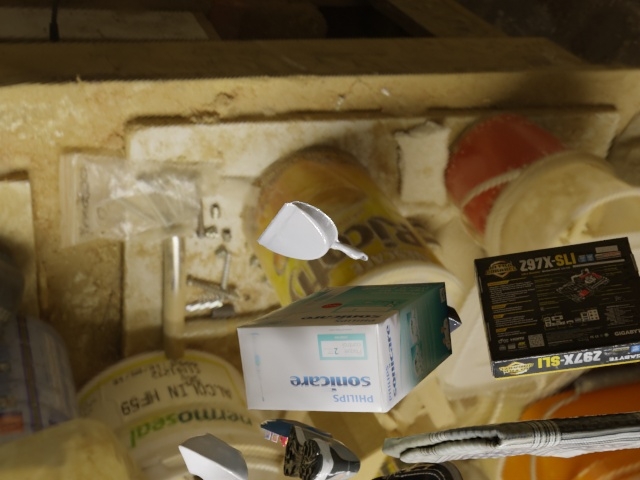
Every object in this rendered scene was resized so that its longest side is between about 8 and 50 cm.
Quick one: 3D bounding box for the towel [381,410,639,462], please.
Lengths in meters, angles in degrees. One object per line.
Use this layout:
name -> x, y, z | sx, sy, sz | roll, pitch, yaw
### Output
towel -> 0.289, 0.282, 1.174 | 0.312, 0.056, 0.324 | 1, 164, -23

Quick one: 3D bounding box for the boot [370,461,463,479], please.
boot -> 0.075, 0.529, 1.622 | 0.284, 0.138, 0.377 | -3, 161, -35

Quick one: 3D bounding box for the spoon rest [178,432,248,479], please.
spoon rest -> -0.200, 0.407, 1.555 | 0.137, 0.276, 0.084 | 30, 76, -2

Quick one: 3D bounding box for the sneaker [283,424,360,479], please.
sneaker -> -0.005, 0.439, 1.700 | 0.108, 0.271, 0.100 | 11, 83, -18

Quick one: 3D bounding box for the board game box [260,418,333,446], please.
board game box -> -0.056, 0.451, 1.928 | 0.133, 0.169, 0.033 | 5, 97, -57

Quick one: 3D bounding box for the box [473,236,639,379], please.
box -> 0.487, 0.134, 1.701 | 0.322, 0.257, 0.079 | -9, 139, 8

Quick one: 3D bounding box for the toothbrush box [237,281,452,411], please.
toothbrush box -> 0.046, 0.150, 1.249 | 0.295, 0.216, 0.126 | -20, 104, -62

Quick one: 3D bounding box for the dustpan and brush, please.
dustpan and brush -> 0.000, 0.000, 1.668 | 0.211, 0.060, 0.147 | 31, 134, -10

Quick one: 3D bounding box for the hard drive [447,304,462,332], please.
hard drive -> 0.163, 0.188, 1.830 | 0.172, 0.054, 0.255 | 27, 137, -25
